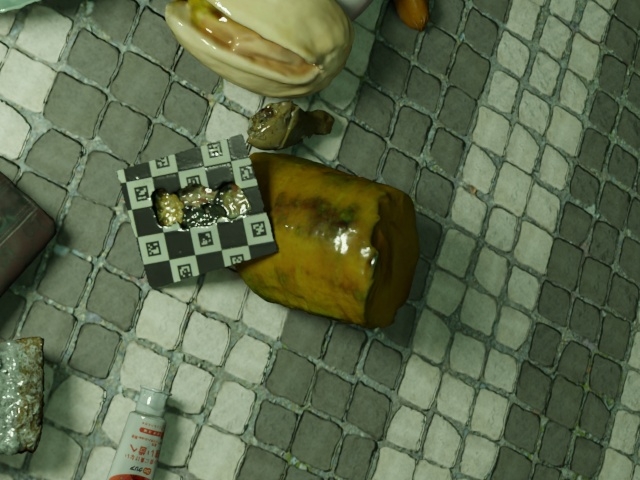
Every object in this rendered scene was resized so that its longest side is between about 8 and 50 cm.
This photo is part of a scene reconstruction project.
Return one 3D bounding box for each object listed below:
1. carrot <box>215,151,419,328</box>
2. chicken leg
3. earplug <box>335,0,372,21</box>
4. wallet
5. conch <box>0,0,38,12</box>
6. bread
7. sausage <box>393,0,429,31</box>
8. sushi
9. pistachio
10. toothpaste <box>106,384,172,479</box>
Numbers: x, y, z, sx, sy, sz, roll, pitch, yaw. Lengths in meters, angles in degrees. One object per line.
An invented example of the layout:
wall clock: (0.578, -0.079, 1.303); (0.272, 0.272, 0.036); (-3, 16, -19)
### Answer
carrot: (0.000, 0.000, 1.995); (0.241, 0.341, 0.241); (-29, 127, -46)
chicken leg: (-0.040, -0.191, 2.062); (0.198, 0.069, 0.084); (-10, 109, -50)
earplug: (0.062, -0.498, 2.140); (0.172, 0.172, 0.301); (27, 77, -27)
wallet: (-0.500, 0.004, 1.756); (0.182, 0.049, 0.229); (40, 60, -11)
conch: (-0.475, -0.485, 1.752); (0.319, 0.215, 0.303); (-27, 125, -5)
bread: (-0.575, 0.213, 1.665); (0.417, 0.113, 0.165); (1, 82, -31)
sausage: (0.150, -0.460, 2.241); (0.062, 0.054, 0.183); (-17, 96, 1)
sushi: (-0.185, -0.046, 1.937); (0.050, 0.215, 0.192); (-29, 103, -76)
pistachio: (-0.093, -0.340, 2.002); (0.318, 0.214, 0.193); (22, 113, -23)
toothpaste: (-0.279, 0.336, 1.878); (0.089, 0.057, 0.234); (20, 82, -32)
